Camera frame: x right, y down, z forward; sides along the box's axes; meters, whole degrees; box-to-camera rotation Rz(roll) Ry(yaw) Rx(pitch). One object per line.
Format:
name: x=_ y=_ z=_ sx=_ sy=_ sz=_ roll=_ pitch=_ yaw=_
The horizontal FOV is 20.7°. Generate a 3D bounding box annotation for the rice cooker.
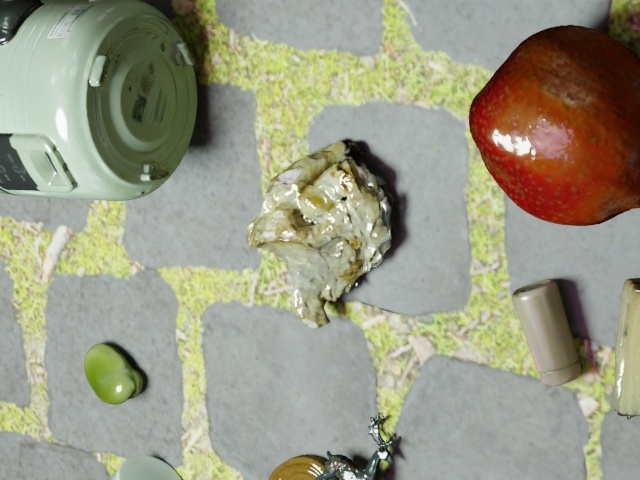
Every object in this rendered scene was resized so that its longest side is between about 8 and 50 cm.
rice cooker: x=-0.268 y=-0.148 z=1.821 sx=0.244 sy=0.226 sz=0.226 roll=8 pitch=110 yaw=36

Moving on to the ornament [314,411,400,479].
ornament: x=0.037 y=0.234 z=1.835 sx=0.073 sy=0.028 sz=0.125 roll=29 pitch=104 yaw=29

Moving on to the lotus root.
lotus root: x=0.323 y=0.106 z=1.567 sx=0.159 sy=0.095 sz=0.135 roll=-144 pitch=51 yaw=-72

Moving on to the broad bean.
broad bean: x=-0.242 y=0.156 z=2.020 sx=0.083 sy=0.045 sz=0.063 roll=39 pitch=123 yaw=29

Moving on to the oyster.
oyster: x=0.000 y=0.000 z=1.769 sx=0.163 sy=0.081 sz=0.191 roll=2 pitch=110 yaw=31

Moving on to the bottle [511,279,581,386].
bottle: x=0.215 y=0.088 z=1.660 sx=0.045 sy=0.045 sz=0.096 roll=-12 pitch=100 yaw=38

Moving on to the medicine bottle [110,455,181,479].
medicine bottle: x=-0.233 y=0.340 z=2.047 sx=0.086 sy=0.086 sz=0.183 roll=44 pitch=127 yaw=16

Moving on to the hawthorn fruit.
hawthorn fruit: x=0.229 y=-0.093 z=1.519 sx=0.188 sy=0.169 sz=0.169 roll=32 pitch=122 yaw=25

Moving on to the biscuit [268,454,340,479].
biscuit: x=0.010 y=0.295 z=1.891 sx=0.175 sy=0.026 sz=0.124 roll=6 pitch=109 yaw=35
